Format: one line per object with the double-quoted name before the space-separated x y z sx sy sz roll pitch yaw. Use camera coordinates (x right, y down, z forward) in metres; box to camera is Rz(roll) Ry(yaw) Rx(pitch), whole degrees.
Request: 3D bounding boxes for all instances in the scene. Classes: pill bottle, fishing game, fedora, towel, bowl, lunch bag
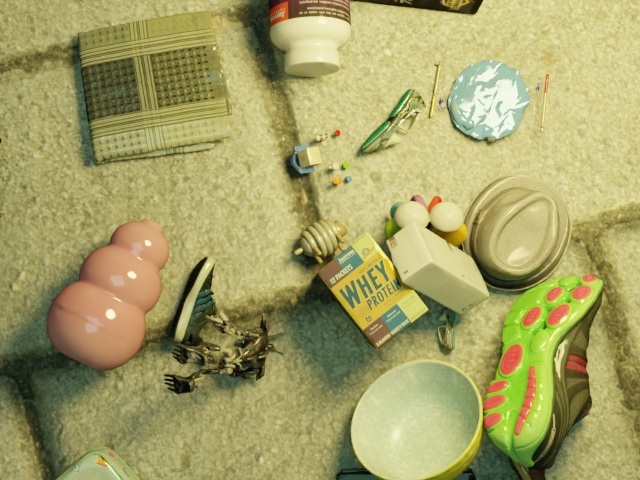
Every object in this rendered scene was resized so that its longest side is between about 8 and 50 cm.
"pill bottle" -0.025 -0.535 1.870 0.181 0.181 0.323 -2 86 -2
"fishing game" 0.385 -0.317 1.941 0.263 0.041 0.189 5 85 6
"fedora" 0.445 -0.022 1.878 0.243 0.124 0.275 39 86 1
"towel" -0.371 -0.345 1.917 0.324 0.056 0.312 -10 83 0
"bowl" 0.226 0.416 1.807 0.289 0.289 0.156 -36 130 -4
"lunch bag" -0.502 0.601 1.810 0.279 0.108 0.224 -43 91 -3

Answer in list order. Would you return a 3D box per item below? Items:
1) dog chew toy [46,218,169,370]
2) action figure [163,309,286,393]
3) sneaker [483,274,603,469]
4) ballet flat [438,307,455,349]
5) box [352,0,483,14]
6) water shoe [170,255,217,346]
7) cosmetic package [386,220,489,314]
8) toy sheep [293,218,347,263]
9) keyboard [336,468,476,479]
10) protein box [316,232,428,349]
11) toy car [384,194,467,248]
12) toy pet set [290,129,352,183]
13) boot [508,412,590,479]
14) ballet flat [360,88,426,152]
"dog chew toy" -0.435 0.106 1.810 0.206 0.206 0.332 27 77 0
"action figure" -0.204 0.234 1.820 0.141 0.275 0.164 26 114 35
"sneaker" 0.485 0.268 1.805 0.202 0.185 0.483 54 54 -32
"ballet flat" 0.283 0.188 1.902 0.041 0.041 0.114 3 85 -2
"box" 0.224 -0.583 1.826 0.293 0.295 0.073 4 84 -3
"water shoe" -0.264 0.135 1.880 0.080 0.073 0.203 23 89 -22
"cosmetic package" 0.249 0.060 1.790 0.085 0.231 0.117 -37 49 22
"toy sheep" 0.000 0.000 1.880 0.132 0.091 0.091 -26 87 -18
"keyboard" 0.193 0.605 1.873 0.317 0.033 0.202 0 83 -1
"protein box" 0.105 0.109 1.819 0.136 0.200 0.201 -38 87 -3
"toy car" 0.230 -0.041 1.876 0.181 0.159 0.136 0 51 -2
"toy pet set" -0.003 -0.179 1.918 0.114 0.065 0.122 -13 89 -38
"boot" 0.505 0.431 1.865 0.206 0.090 0.249 -28 84 -2
"ballet flat" 0.170 -0.256 1.919 0.070 0.070 0.188 40 89 1
